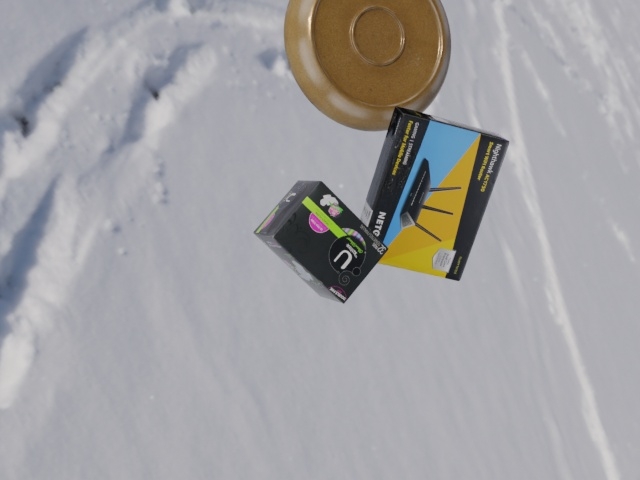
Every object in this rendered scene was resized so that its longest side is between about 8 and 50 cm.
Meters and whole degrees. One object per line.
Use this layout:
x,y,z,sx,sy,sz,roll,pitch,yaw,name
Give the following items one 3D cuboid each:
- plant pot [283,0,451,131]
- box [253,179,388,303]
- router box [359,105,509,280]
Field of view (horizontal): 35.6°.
0.069,-0.258,1.271,0.236,0.236,0.032,59,-20,-12,plant pot
0.000,0.000,0.810,0.083,0.062,0.052,44,-13,-20,box
0.125,-0.053,1.159,0.133,0.179,0.046,12,18,-14,router box
